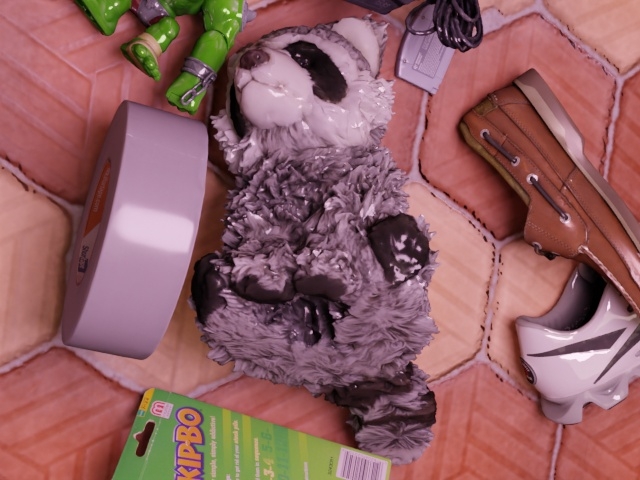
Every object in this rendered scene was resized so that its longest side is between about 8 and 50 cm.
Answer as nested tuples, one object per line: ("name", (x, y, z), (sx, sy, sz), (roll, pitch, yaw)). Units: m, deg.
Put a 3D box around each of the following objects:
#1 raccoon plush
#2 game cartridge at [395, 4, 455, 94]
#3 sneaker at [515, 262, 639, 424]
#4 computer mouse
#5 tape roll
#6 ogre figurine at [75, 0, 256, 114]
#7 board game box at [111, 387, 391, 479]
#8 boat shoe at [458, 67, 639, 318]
("raccoon plush", (0.000, 0.000, 1.003), (0.216, 0.299, 0.446), (-2, 144, 3))
("game cartridge", (0.111, -0.200, 1.057), (0.056, 0.017, 0.083), (23, 91, -22))
("sneaker", (0.360, 0.054, 1.115), (0.330, 0.122, 0.146), (-32, 108, -10))
("computer mouse", (0.031, -0.283, 0.953), (0.272, 0.189, 0.072), (14, 136, -10))
("tape roll", (-0.166, -0.009, 0.896), (0.072, 0.219, 0.219), (15, 94, -19))
("ogre figurine", (-0.148, -0.222, 0.934), (0.118, 0.097, 0.197), (-42, 65, -12))
("board game box", (-0.064, 0.232, 0.993), (0.259, 0.124, 0.039), (20, 133, -5))
("boat shoe", (0.256, -0.024, 1.046), (0.104, 0.110, 0.307), (-33, 73, 9))
